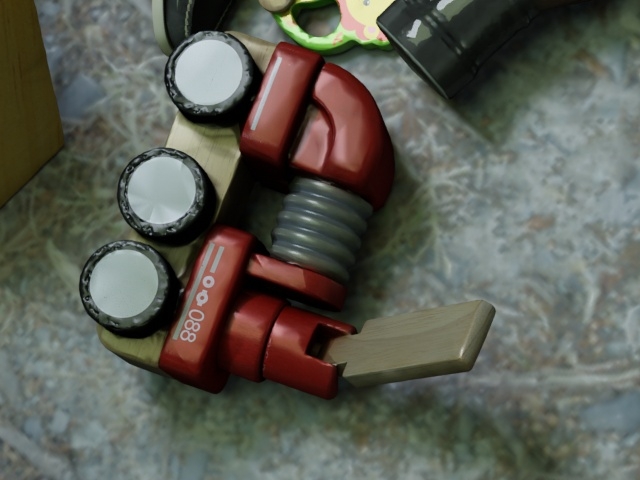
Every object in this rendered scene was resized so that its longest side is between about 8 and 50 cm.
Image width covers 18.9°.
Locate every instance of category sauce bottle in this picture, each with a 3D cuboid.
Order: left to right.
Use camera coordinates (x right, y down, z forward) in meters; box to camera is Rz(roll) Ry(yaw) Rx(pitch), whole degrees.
[{"bbox_3d":[0.183,-0.226,1.190,0.344,0.111,0.111,-44,65,2],"label":"sauce bottle"}]

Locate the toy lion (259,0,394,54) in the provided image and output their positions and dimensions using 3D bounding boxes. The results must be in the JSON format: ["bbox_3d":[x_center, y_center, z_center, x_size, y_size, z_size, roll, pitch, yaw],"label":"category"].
[{"bbox_3d":[0.024,-0.161,1.272,0.100,0.034,0.096,-42,72,3],"label":"toy lion"}]

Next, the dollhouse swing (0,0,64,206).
[{"bbox_3d":[-0.400,-0.136,1.270,0.305,0.315,0.347,-36,69,-17],"label":"dollhouse swing"}]

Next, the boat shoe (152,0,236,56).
[{"bbox_3d":[-0.045,-0.225,1.285,0.079,0.084,0.233,20,78,24],"label":"boat shoe"}]

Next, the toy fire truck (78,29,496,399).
[{"bbox_3d":[0.000,0.000,1.175,0.246,0.158,0.217,19,80,12],"label":"toy fire truck"}]
